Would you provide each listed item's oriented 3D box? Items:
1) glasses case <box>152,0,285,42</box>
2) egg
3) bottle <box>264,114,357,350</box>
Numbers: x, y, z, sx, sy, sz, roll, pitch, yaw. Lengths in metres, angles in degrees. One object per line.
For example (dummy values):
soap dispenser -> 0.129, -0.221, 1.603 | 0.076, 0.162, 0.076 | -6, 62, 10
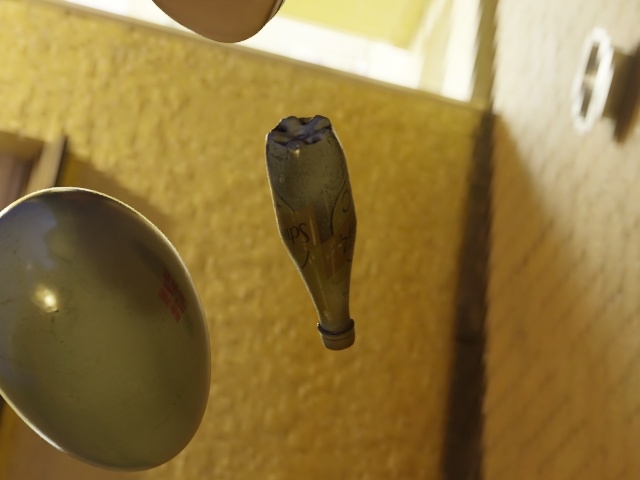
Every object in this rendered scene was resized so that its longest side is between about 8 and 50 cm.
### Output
glasses case -> -0.034, -0.194, 0.923 | 0.196, 0.083, 0.050 | -62, 0, 39
egg -> -0.230, 0.100, 1.807 | 0.371, 0.230, 0.230 | 67, -158, -45
bottle -> 0.000, 0.000, 1.812 | 0.083, 0.083, 0.270 | -89, -10, -58
